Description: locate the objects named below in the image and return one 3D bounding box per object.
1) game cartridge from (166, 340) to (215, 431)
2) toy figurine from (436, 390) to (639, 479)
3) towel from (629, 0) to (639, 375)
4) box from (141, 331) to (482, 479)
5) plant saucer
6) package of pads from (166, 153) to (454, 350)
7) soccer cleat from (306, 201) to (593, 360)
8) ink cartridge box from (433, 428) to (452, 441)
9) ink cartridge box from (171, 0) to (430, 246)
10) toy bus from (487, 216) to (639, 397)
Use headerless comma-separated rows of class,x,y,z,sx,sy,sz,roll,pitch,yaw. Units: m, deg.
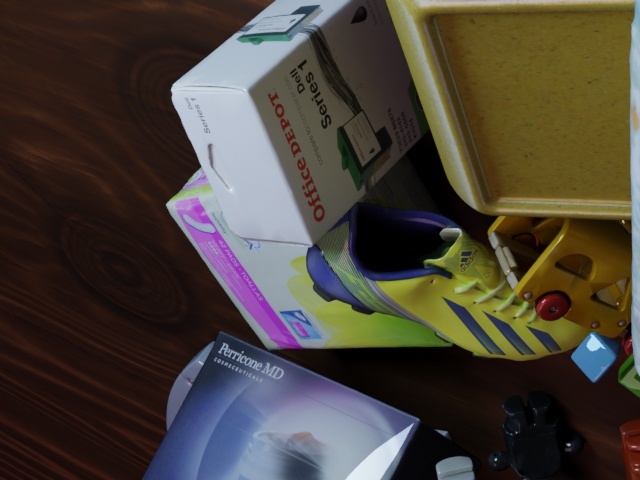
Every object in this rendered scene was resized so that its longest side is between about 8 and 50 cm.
game cartridge,-0.118,0.259,1.822,0.196,0.060,0.294,32,144,10
toy figurine,0.233,0.268,1.333,0.213,0.209,0.148,10,123,41
towel,0.372,-0.050,0.797,0.375,0.090,0.320,-9,129,4
box,-0.034,0.297,1.483,0.296,0.294,0.183,19,166,37
plant saucer,0.205,-0.110,0.922,0.333,0.081,0.332,2,146,22
package of pads,0.000,0.000,1.383,0.297,0.101,0.229,-7,123,48
soccer cleat,0.130,0.036,1.203,0.289,0.093,0.121,15,148,-14
ink cartridge box,0.132,0.246,1.573,0.048,0.028,0.083,3,129,43
ink cartridge box,-0.002,-0.120,1.149,0.093,0.219,0.160,8,132,41
toy bus,0.246,0.020,1.144,0.191,0.202,0.104,43,116,14
